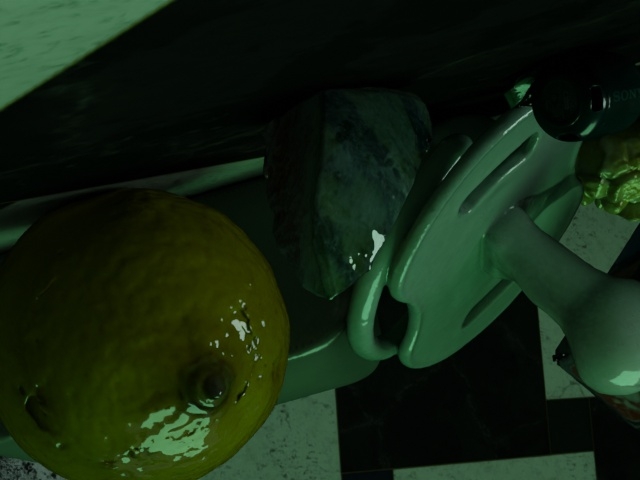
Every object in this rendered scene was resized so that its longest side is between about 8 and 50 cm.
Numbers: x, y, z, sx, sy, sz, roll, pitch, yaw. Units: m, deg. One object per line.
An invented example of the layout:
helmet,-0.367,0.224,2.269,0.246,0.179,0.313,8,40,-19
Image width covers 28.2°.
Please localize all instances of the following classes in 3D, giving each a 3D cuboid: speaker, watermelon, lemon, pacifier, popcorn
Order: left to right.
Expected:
lemon,-0.138,0.078,0.959,0.228,0.228,0.253,-15,166,-13
speaker,-0.150,0.087,1.208,0.406,0.183,0.184,-16,157,11
watermelon,0.007,-0.042,0.758,0.094,0.081,0.180,-38,-156,26
pacifier,0.173,0.035,1.079,0.288,0.269,0.343,-42,153,-12
speaker,0.176,-0.108,0.904,0.094,0.060,0.075,28,-152,36
popcorn,0.363,-0.101,1.576,0.135,0.162,0.141,-57,180,31

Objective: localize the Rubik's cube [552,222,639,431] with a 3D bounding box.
Rubik's cube,0.497,0.053,1.188,0.363,0.359,0.362,-53,-179,-23
